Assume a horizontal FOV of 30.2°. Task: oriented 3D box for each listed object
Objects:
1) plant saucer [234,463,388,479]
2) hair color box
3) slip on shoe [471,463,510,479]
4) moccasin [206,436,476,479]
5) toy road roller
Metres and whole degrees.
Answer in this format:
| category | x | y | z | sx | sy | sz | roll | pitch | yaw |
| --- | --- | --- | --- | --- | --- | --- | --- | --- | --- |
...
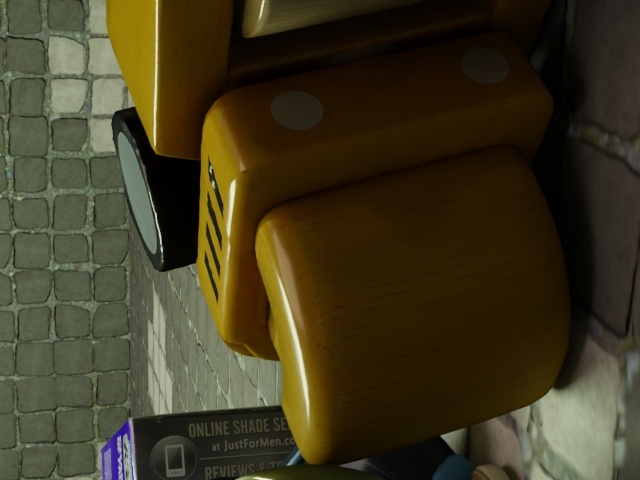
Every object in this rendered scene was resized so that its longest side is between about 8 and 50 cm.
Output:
| category | x | y | z | sx | sy | sz | roll | pitch | yaw |
| --- | --- | --- | --- | --- | --- | --- | --- | --- | --- |
| plant saucer | 0.057 | 0.183 | 0.550 | 0.241 | 0.037 | 0.241 | 34 | 152 | 21 |
| hair color box | -0.088 | 0.212 | 1.034 | 0.339 | 0.185 | 0.110 | 132 | 134 | -70 |
| slip on shoe | 0.087 | 0.192 | 0.651 | 0.051 | 0.041 | 0.135 | -168 | 76 | -75 |
| moccasin | -0.042 | 0.200 | 0.778 | 0.342 | 0.137 | 0.117 | -43 | 84 | 27 |
| toy road roller | 0.026 | -0.046 | 0.569 | 0.330 | 0.202 | 0.241 | 101 | 149 | -55 |
